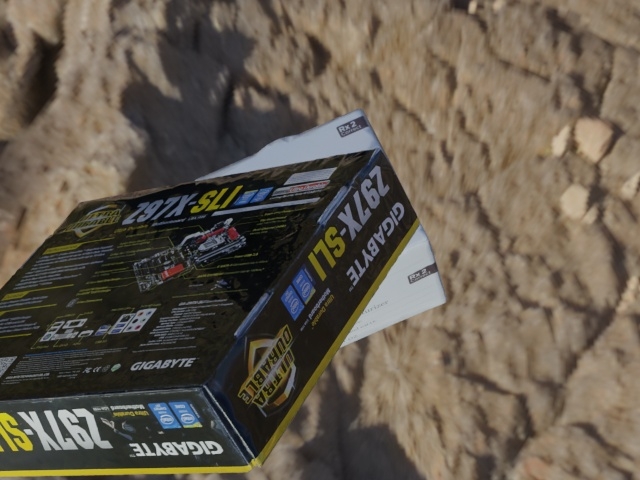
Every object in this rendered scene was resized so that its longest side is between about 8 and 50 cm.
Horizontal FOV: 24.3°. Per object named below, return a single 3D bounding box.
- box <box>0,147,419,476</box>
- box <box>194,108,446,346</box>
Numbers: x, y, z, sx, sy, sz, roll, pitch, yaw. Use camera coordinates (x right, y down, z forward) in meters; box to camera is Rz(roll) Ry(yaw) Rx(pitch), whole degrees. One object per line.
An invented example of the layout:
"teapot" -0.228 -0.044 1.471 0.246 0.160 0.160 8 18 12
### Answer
"box" -0.120 0.055 1.078 0.322 0.257 0.079 -8 121 38
"box" 0.000 0.000 1.432 0.181 0.119 0.182 -24 54 -1
